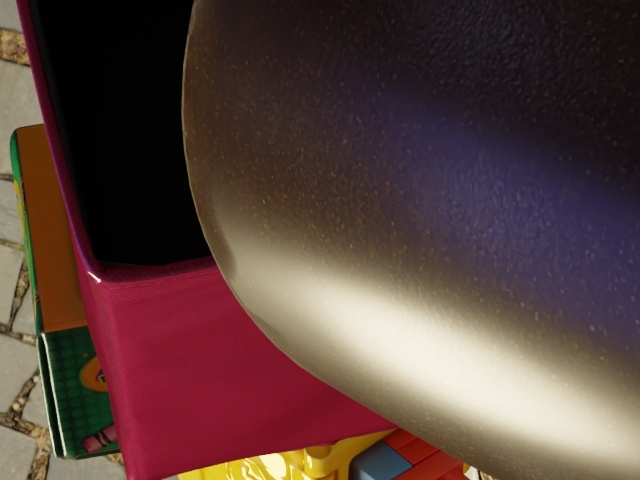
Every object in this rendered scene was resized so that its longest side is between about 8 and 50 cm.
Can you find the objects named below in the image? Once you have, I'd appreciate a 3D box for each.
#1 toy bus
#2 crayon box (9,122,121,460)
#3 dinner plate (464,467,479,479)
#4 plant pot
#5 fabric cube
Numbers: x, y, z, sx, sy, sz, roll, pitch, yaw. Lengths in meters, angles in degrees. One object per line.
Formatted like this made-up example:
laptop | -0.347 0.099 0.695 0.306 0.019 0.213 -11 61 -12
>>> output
toy bus | 0.038 0.124 1.381 0.211 0.220 0.149 31 137 35
crayon box | 0.000 0.000 0.944 0.165 0.278 0.081 -108 11 -53
dinner plate | 0.099 0.164 1.503 0.141 0.017 0.141 171 90 -82
plant pot | 0.109 -0.011 0.454 0.230 0.215 0.215 -141 39 -57
fabric cube | 0.019 -0.078 0.754 0.258 0.259 0.254 98 160 -69
